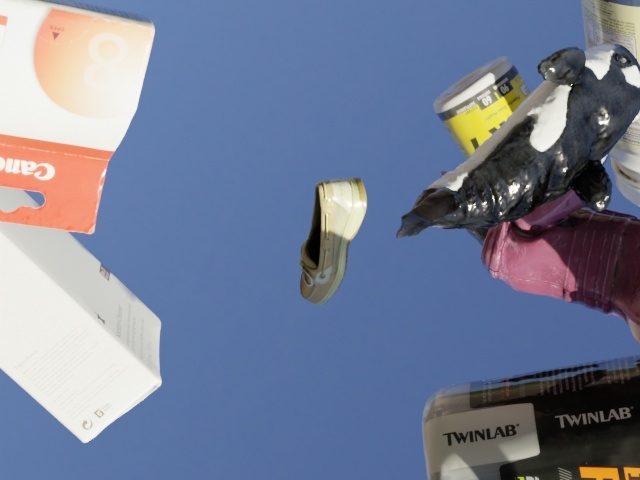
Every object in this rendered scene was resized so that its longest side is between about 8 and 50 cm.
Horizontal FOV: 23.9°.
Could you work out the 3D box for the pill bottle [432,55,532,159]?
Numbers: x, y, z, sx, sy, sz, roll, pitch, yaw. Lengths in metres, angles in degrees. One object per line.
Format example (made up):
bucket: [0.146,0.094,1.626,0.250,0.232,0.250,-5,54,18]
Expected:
pill bottle: [0.249,-0.124,1.976,0.119,0.208,0.119,-34,-172,6]

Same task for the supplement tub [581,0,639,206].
supplement tub: [0.429,-0.217,1.765,0.236,0.324,0.235,-10,-149,6]

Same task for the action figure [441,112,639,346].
action figure: [0.266,0.032,1.398,0.370,0.248,0.275,14,-122,18]

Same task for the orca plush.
orca plush: [0.194,-0.067,1.232,0.102,0.287,0.151,38,-51,21]

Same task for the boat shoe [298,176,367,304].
boat shoe: [0.001,0.001,1.429,0.153,0.048,0.056,113,-30,-44]

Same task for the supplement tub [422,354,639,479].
supplement tub: [0.280,0.217,1.452,0.338,0.207,0.207,-11,-130,11]

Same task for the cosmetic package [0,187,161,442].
cosmetic package: [-0.410,0.077,2.149,0.156,0.385,0.217,-39,-158,10]

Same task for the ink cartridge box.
ink cartridge box: [-0.213,-0.091,1.111,0.045,0.145,0.179,-137,-122,-62]
